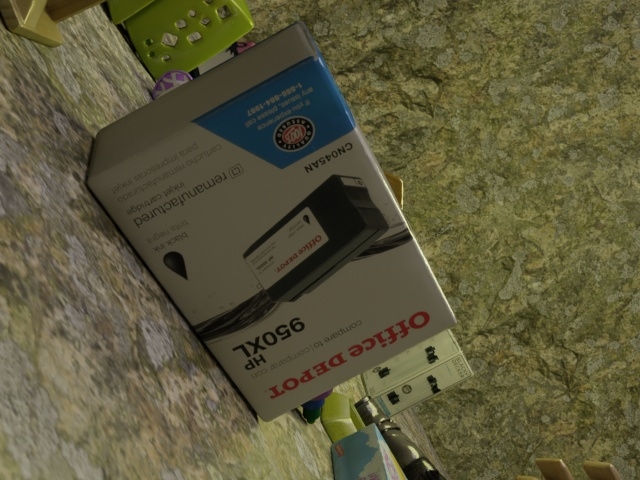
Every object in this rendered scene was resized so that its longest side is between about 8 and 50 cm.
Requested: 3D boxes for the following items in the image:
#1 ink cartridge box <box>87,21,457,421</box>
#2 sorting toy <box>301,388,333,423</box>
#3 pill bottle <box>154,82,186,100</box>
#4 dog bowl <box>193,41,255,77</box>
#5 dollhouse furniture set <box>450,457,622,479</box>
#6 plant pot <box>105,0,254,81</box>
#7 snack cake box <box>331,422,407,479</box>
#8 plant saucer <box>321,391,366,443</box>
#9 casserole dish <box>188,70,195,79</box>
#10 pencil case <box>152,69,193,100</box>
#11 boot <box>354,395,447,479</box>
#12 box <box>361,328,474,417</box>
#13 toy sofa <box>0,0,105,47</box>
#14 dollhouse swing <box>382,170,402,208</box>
[{"bbox_3d":[-0.047,-0.012,1.031,0.395,0.286,0.166,59,6,-29],"label":"ink cartridge box"},{"bbox_3d":[-0.035,0.180,1.464,0.365,0.127,0.126,-106,-163,-59],"label":"sorting toy"},{"bbox_3d":[-0.185,-0.147,1.393,0.121,0.121,0.221,64,5,33],"label":"pill bottle"},{"bbox_3d":[-0.171,-0.303,2.087,0.408,0.150,0.407,-21,90,-87],"label":"dog bowl"},{"bbox_3d":[0.352,0.606,1.551,0.256,0.362,0.394,60,-26,-3],"label":"dollhouse furniture set"},{"bbox_3d":[-0.294,-0.478,1.623,0.207,0.227,0.228,47,14,-52],"label":"plant pot"},{"bbox_3d":[0.095,0.417,1.329,0.152,0.089,0.264,62,4,-12],"label":"snack cake box"},{"bbox_3d":[0.066,0.374,1.568,0.188,0.045,0.188,61,4,-5],"label":"plant saucer"},{"bbox_3d":[-0.309,-0.378,2.025,0.114,0.037,0.188,62,3,2],"label":"casserole dish"},{"bbox_3d":[-0.243,-0.251,1.604,0.088,0.086,0.206,27,-3,13],"label":"pencil case"},{"bbox_3d":[0.159,0.451,1.791,0.222,0.118,0.338,48,-15,29],"label":"boot"},{"bbox_3d":[0.267,0.374,2.370,0.087,0.290,0.169,60,3,-17],"label":"box"},{"bbox_3d":[-0.207,-0.373,0.957,0.150,0.363,0.177,-73,140,-84],"label":"toy sofa"},{"bbox_3d":[0.000,0.000,1.443,0.315,0.304,0.347,22,7,0],"label":"dollhouse swing"}]
